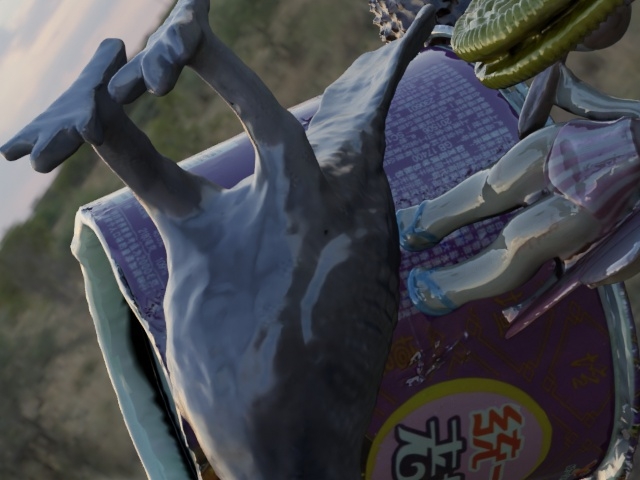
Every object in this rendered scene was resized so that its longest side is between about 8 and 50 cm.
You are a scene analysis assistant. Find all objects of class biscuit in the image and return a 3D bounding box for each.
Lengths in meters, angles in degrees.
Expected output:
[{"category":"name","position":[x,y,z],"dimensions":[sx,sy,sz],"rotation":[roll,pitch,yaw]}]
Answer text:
[{"category":"biscuit","position":[0.075,-0.081,0.456],"dimensions":[0.084,0.023,0.084],"rotation":[-42,12,12]}]

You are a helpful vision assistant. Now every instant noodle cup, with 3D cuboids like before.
[{"category":"instant noodle cup","position":[0.007,0.061,0.966],"dimensions":[0.266,0.340,0.340],"rotation":[-21,-1,-16]}]

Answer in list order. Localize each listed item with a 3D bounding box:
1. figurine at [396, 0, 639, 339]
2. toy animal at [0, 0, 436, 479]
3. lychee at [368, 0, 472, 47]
[{"category":"figurine","position":[0.146,-0.051,0.726],"dimensions":[0.260,0.103,0.205],"rotation":[-29,49,36]},{"category":"toy animal","position":[-0.020,-0.006,0.555],"dimensions":[0.081,0.206,0.367],"rotation":[-22,45,27]},{"category":"lychee","position":[0.119,-0.211,1.217],"dimensions":[0.188,0.188,0.188],"rotation":[-54,9,12]}]
